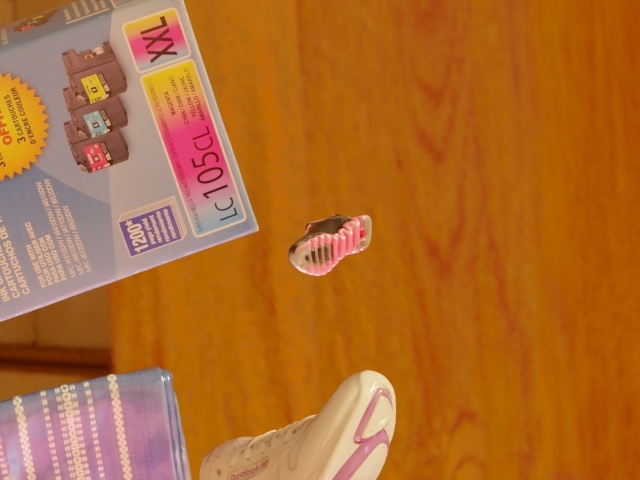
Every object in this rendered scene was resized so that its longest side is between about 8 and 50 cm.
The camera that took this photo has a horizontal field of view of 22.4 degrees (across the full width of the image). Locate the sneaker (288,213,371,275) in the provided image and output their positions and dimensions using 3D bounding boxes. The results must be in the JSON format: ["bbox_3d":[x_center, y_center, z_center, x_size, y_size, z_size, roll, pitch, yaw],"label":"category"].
[{"bbox_3d":[0.000,0.000,1.680,0.057,0.119,0.047,21,119,34],"label":"sneaker"}]

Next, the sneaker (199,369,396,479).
[{"bbox_3d":[-0.041,0.221,1.520,0.152,0.114,0.305,44,122,20],"label":"sneaker"}]

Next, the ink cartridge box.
[{"bbox_3d":[-0.295,-0.080,1.651,0.395,0.151,0.270,-20,108,-4],"label":"ink cartridge box"}]

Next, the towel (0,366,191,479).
[{"bbox_3d":[-0.258,0.238,1.242,0.040,0.336,0.243,-130,31,-59],"label":"towel"}]
